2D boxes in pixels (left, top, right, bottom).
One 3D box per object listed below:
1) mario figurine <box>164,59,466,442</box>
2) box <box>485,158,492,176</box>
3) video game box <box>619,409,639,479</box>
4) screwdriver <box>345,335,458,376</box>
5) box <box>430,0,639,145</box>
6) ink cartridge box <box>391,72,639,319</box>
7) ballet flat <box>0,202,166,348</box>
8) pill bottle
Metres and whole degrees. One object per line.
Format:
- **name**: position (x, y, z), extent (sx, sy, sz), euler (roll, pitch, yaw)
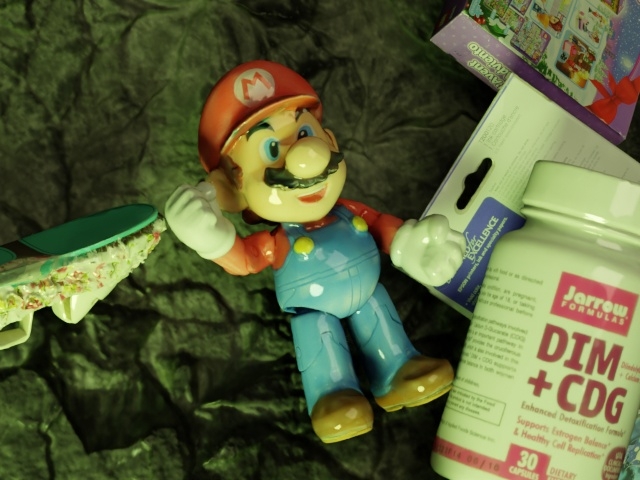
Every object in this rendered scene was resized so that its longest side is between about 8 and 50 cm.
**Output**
- **mario figurine**: position (0.000, 0.000, 1.563), extent (0.198, 0.170, 0.321), euler (-27, 93, -61)
- **box**: position (0.239, -0.039, 1.789), extent (0.169, 0.054, 0.059), euler (18, 67, -24)
- **video game box**: position (0.308, 0.205, 1.758), extent (0.205, 0.048, 0.187), euler (-13, 84, -32)
- **screwdriver**: position (0.051, 0.094, 1.665), extent (0.170, 0.024, 0.025), euler (23, 35, -15)
- **box**: position (0.233, -0.241, 1.817), extent (0.201, 0.057, 0.293), euler (36, 50, -15)
- **ink cartridge box**: position (0.191, -0.015, 1.709), extent (0.208, 0.045, 0.206), euler (33, 89, -20)
- **ballet flat**: position (-0.229, 0.038, 1.497), extent (0.241, 0.091, 0.077), euler (-20, 115, -28)
- **pill bottle**: position (0.207, 0.084, 1.618), extent (0.160, 0.160, 0.283), euler (17, 89, -24)
